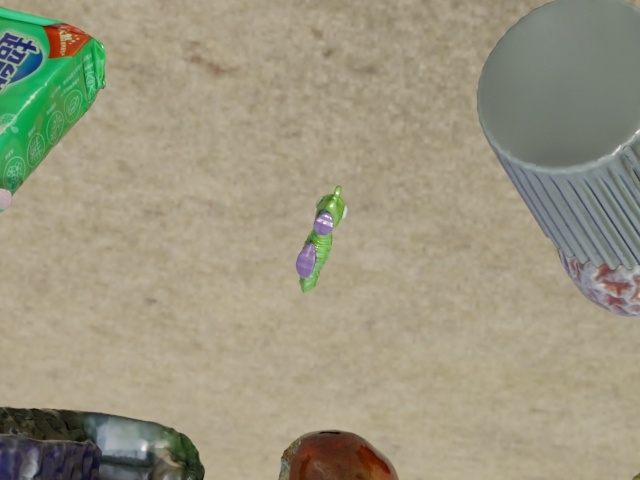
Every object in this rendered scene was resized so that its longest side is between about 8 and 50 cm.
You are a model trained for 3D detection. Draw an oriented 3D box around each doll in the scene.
[{"bbox_3d":[0.000,0.000,1.797,0.050,0.190,0.115,23,-153,9],"label":"doll"}]

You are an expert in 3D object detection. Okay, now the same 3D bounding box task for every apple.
[{"bbox_3d":[0.025,0.304,1.360,0.147,0.156,0.158,-16,-158,-5],"label":"apple"}]

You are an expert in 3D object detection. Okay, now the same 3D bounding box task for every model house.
[{"bbox_3d":[-0.217,0.277,1.043,0.298,0.243,0.284,9,171,-22],"label":"model house"}]

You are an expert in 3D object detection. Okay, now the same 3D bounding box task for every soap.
[{"bbox_3d":[-0.366,-0.142,1.292,0.218,0.273,0.098,16,135,12],"label":"soap"}]

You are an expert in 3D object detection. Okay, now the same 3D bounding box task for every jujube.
[{"bbox_3d":[0.510,-0.010,1.912,0.246,0.215,0.308,-37,140,10],"label":"jujube"}]

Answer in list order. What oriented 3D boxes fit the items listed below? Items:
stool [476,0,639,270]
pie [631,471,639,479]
[{"bbox_3d":[0.382,-0.146,1.577,0.297,0.297,0.330,-2,160,27],"label":"stool"},{"bbox_3d":[0.527,0.386,1.569,0.274,0.257,0.105,-23,130,-10],"label":"pie"}]
